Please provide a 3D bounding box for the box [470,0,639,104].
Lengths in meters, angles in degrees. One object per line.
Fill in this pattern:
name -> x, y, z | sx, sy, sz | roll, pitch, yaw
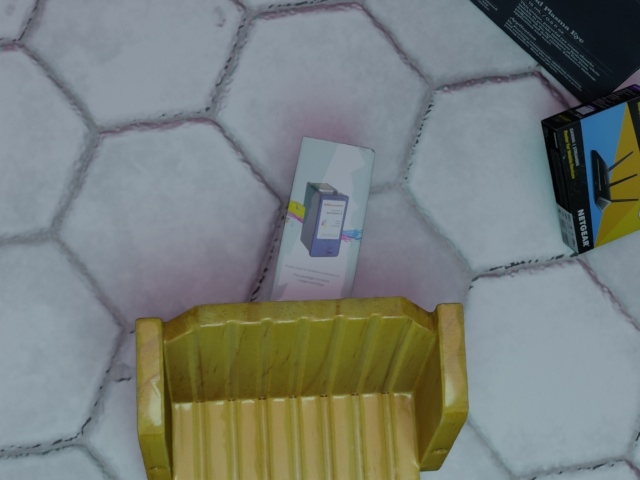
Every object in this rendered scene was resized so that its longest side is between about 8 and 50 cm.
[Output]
box -> 0.306, -0.370, 1.263 | 0.343, 0.312, 0.179 | 43, 80, 3

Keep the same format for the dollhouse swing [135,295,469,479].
dollhouse swing -> -0.020, 0.267, 1.152 | 0.347, 0.315, 0.304 | -1, 61, -5

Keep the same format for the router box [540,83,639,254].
router box -> 0.354, -0.088, 1.308 | 0.133, 0.046, 0.178 | -22, 119, -8

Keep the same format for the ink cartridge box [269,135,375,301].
ink cartridge box -> 0.000, 0.000, 1.254 | 0.093, 0.154, 0.212 | 12, 80, -1
